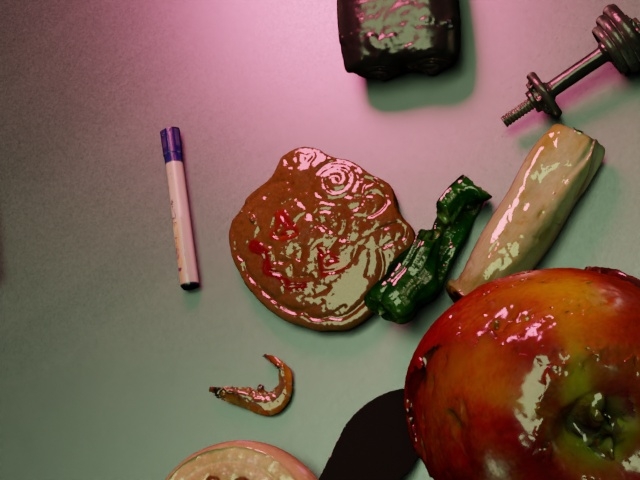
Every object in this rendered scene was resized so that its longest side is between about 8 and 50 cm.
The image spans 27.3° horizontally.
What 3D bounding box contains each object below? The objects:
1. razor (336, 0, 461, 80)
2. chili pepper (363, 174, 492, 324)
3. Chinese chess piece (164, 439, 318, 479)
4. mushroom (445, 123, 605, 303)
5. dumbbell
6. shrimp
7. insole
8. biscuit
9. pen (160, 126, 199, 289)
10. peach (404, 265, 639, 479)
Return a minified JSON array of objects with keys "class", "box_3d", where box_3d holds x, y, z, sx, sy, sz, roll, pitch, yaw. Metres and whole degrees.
[{"class":"razor","box_3d":[0.113,-0.409,2.023,0.189,0.107,0.327,-9,70,12]},{"class":"chili pepper","box_3d":[0.159,0.015,1.870,0.083,0.099,0.253,32,73,16]},{"class":"Chinese chess piece","box_3d":[-0.110,0.412,1.817,0.270,0.112,0.270,-5,71,16]},{"class":"mushroom","box_3d":[0.287,-0.024,1.860,0.100,0.081,0.312,30,82,22]},{"class":"dumbbell","box_3d":[0.370,-0.243,1.899,0.254,0.110,0.110,-34,66,9]},{"class":"shrimp","box_3d":[-0.102,0.210,1.926,0.127,0.025,0.091,3,73,13]},{"class":"insole","box_3d":[0.048,0.324,1.780,0.109,0.007,0.322,38,60,0]},{"class":"biscuit","box_3d":[0.000,-0.001,1.955,0.273,0.049,0.257,36,85,22]},{"class":"pen","box_3d":[-0.219,-0.051,2.043,0.033,0.033,0.269,-13,70,12]},{"class":"peach","box_3d":[0.284,0.190,1.629,0.353,0.416,0.339,16,94,-3]}]
